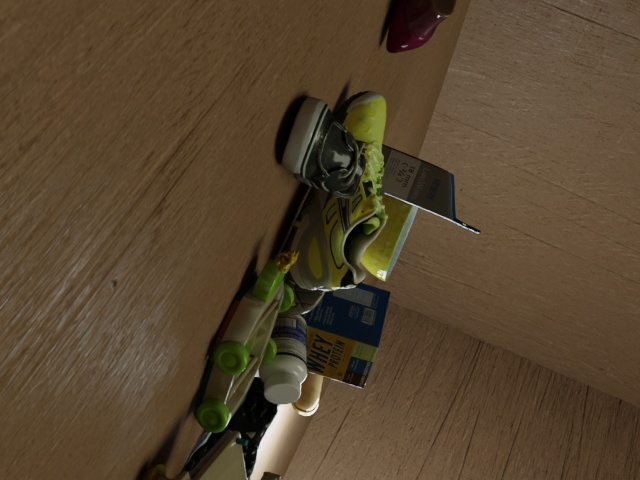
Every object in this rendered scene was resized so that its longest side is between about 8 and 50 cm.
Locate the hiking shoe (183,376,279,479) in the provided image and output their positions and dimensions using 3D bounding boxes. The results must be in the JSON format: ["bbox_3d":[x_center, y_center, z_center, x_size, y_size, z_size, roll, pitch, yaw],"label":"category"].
[{"bbox_3d":[-0.173,0.407,1.899,0.304,0.113,0.132,-53,177,-36],"label":"hiking shoe"}]

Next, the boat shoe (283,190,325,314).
[{"bbox_3d":[0.000,0.000,1.944,0.324,0.123,0.116,-59,178,-16],"label":"boat shoe"}]

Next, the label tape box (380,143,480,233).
[{"bbox_3d":[0.231,-0.128,2.285,0.240,0.333,0.106,-15,127,-81],"label":"label tape box"}]

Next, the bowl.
[{"bbox_3d":[0.159,-0.052,2.678,0.289,0.156,0.290,23,90,-83],"label":"bowl"}]

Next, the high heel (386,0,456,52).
[{"bbox_3d":[0.222,-0.555,2.029,0.181,0.127,0.377,-28,-147,53],"label":"high heel"}]

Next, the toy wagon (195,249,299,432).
[{"bbox_3d":[-0.120,0.159,1.710,0.267,0.068,0.345,-52,163,-64],"label":"toy wagon"}]

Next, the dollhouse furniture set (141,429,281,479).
[{"bbox_3d":[-0.209,0.422,1.644,0.286,0.198,0.304,-48,137,-54],"label":"dollhouse furniture set"}]

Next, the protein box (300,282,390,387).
[{"bbox_3d":[0.034,0.195,2.264,0.200,0.201,0.136,-72,178,-52],"label":"protein box"}]

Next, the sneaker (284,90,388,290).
[{"bbox_3d":[0.065,-0.085,1.819,0.145,0.147,0.385,29,76,-58],"label":"sneaker"}]

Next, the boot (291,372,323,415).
[{"bbox_3d":[-0.012,0.351,2.956,0.236,0.089,0.270,-77,-177,-47],"label":"boot"}]

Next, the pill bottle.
[{"bbox_3d":[-0.073,0.227,1.927,0.094,0.094,0.169,105,-11,-46],"label":"pill bottle"}]

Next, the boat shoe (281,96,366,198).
[{"bbox_3d":[0.019,-0.141,1.599,0.335,0.119,0.121,38,75,-82],"label":"boat shoe"}]

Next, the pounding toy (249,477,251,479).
[{"bbox_3d":[-0.193,0.547,1.980,0.154,0.154,0.270,106,9,-68],"label":"pounding toy"}]
